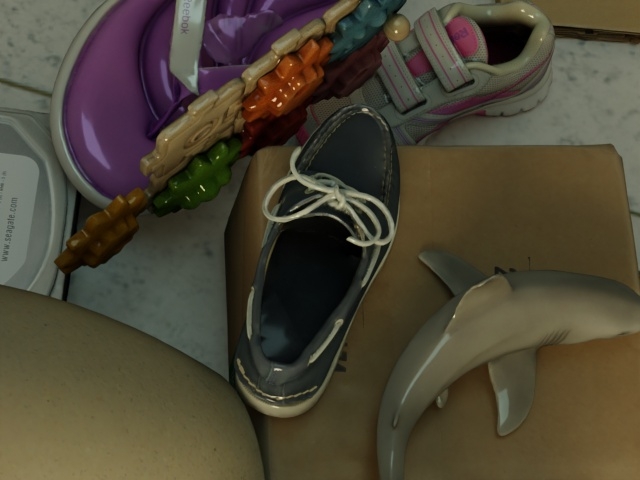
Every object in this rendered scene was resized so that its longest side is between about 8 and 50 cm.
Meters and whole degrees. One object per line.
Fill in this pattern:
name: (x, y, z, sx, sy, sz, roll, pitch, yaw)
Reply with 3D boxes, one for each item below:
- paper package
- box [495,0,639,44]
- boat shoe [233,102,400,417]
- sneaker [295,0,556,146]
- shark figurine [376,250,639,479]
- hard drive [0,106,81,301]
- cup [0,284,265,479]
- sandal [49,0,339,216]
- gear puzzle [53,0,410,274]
paper package: (0.087, 0.099, 1.483, 0.309, 0.168, 0.325, 0, 63, -7)
box: (0.237, -0.271, 1.786, 0.164, 0.021, 0.201, 4, 62, -7)
boat shoe: (0.000, 0.000, 1.384, 0.095, 0.079, 0.255, 22, 62, 5)
sneaker: (0.091, -0.143, 1.643, 0.252, 0.111, 0.103, -25, 69, -20)
shark figurine: (0.098, 0.081, 1.337, 0.166, 0.116, 0.278, 37, 62, 14)
hard drive: (-0.362, -0.007, 1.528, 0.338, 0.064, 0.237, 7, 61, -4)
cup: (-0.177, 0.180, 1.335, 0.237, 0.331, 0.331, -3, 61, -28)
sandal: (-0.066, -0.186, 1.613, 0.169, 0.102, 0.416, 46, 58, -4)
gear puzzle: (-0.062, -0.078, 1.479, 0.339, 0.175, 0.044, -38, 80, -19)
